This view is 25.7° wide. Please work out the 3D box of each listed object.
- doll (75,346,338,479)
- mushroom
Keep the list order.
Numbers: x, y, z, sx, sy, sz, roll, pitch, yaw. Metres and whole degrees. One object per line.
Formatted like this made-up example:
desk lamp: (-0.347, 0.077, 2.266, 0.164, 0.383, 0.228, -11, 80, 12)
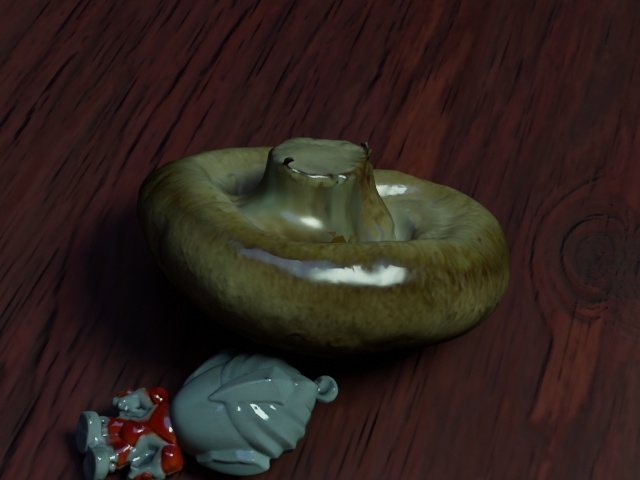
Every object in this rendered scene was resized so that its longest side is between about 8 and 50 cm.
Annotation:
doll: (-0.076, 0.120, 0.948, 0.180, 0.079, 0.094, -14, 60, -4)
mushroom: (0.000, 0.000, 1.015, 0.278, 0.146, 0.278, 9, 18, -3)
